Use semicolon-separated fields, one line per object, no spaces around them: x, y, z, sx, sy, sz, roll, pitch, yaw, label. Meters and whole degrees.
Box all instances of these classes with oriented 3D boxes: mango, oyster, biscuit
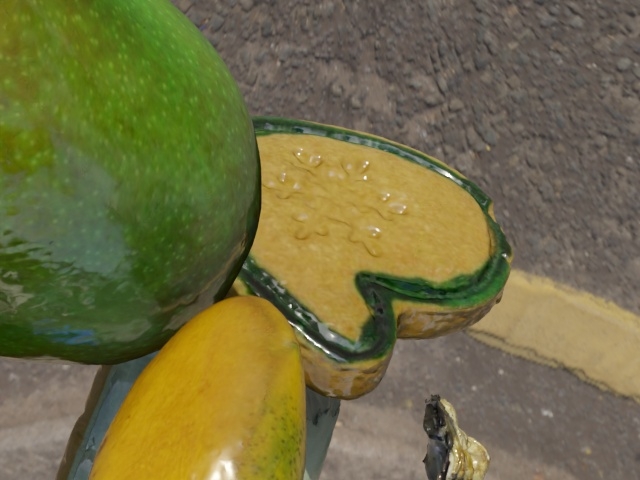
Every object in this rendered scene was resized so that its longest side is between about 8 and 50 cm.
-0.153;-0.058;0.499;0.225;0.201;0.382;5;153;15;mango
-0.040;0.071;0.340;0.079;0.114;0.057;-4;148;42;mango
0.156;0.241;1.183;0.081;0.191;0.163;-12;123;1;oyster
0.000;-0.001;0.822;0.344;0.287;0.057;11;133;-11;biscuit

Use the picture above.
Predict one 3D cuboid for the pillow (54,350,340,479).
-0.107;0.219;0.822;0.312;0.119;0.310;32;71;-49;pillow
